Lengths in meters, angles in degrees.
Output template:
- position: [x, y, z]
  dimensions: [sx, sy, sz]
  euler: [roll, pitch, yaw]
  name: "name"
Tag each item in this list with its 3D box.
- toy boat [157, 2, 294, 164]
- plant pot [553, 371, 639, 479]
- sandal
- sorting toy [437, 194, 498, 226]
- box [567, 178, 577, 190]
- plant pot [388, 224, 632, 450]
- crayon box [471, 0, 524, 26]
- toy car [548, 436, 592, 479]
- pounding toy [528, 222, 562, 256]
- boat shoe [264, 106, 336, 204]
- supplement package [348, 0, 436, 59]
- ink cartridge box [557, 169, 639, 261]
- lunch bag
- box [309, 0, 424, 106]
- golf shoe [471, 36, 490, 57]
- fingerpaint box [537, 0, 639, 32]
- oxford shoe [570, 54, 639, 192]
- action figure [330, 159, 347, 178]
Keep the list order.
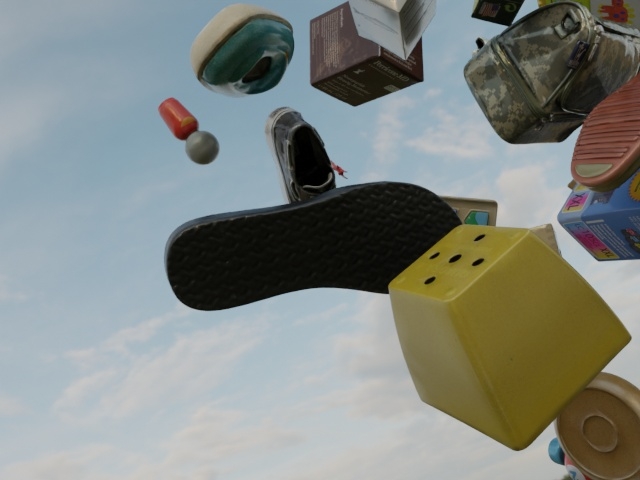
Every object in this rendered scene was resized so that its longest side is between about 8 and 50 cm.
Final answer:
- position: [-0.168, -0.291, 1.184]
  dimensions: [0.318, 0.148, 0.267]
  euler: [-42, -6, 20]
  name: "toy boat"
- position: [0.564, 0.381, 1.249]
  dimensions: [0.032, 0.236, 0.236]
  euler: [-6, -32, -37]
  name: "plant pot"
- position: [-0.001, -0.002, 0.916]
  dimensions: [0.446, 0.107, 0.167]
  euler: [-4, -77, -15]
  name: "sandal"
- position: [0.384, -0.016, 1.737]
  dimensions: [0.193, 0.208, 0.038]
  euler: [6, 5, 13]
  name: "sorting toy"
- position: [0.823, -0.154, 1.739]
  dimensions: [0.164, 0.201, 0.021]
  euler: [-58, -8, 36]
  name: "box"
- position: [0.214, 0.095, 0.798]
  dimensions: [0.212, 0.187, 0.212]
  euler: [-37, 17, -17]
  name: "plant pot"
- position: [0.352, -0.572, 1.102]
  dimensions: [0.081, 0.318, 0.202]
  euler: [13, -20, 0]
  name: "crayon box"
- position: [0.717, 0.643, 1.593]
  dimensions: [0.210, 0.237, 0.219]
  euler: [11, -11, -19]
  name: "toy car"
- position: [0.324, 0.040, 1.017]
  dimensions: [0.130, 0.100, 0.141]
  euler: [-16, -12, 21]
  name: "pounding toy"
- position: [-0.016, -0.119, 1.224]
  dimensions: [0.108, 0.102, 0.301]
  euler: [-33, -46, -17]
  name: "boat shoe"
- position: [0.118, -0.392, 1.015]
  dimensions: [0.105, 0.105, 0.179]
  euler: [-57, -13, 0]
  name: "supplement package"
- position: [0.660, -0.113, 1.123]
  dimensions: [0.270, 0.151, 0.395]
  euler: [-55, 15, -14]
  name: "ink cartridge box"
- position: [0.472, -0.337, 1.230]
  dimensions: [0.305, 0.212, 0.256]
  euler: [-8, -25, -44]
  name: "lunch bag"
- position: [0.101, -0.427, 1.408]
  dimensions: [0.203, 0.167, 0.168]
  euler: [-11, -16, 42]
  name: "box"
- position: [0.431, -0.467, 1.674]
  dimensions: [0.086, 0.176, 0.069]
  euler: [25, -29, -20]
  name: "golf shoe"
- position: [0.723, -0.692, 1.532]
  dimensions: [0.445, 0.371, 0.163]
  euler: [41, -112, -52]
  name: "fingerpaint box"
- position: [0.557, -0.201, 1.020]
  dimensions: [0.397, 0.140, 0.146]
  euler: [-47, -62, -15]
  name: "oxford shoe"
- position: [-0.005, -0.101, 1.413]
  dimensions: [0.092, 0.139, 0.280]
  euler: [-24, -46, -17]
  name: "action figure"
